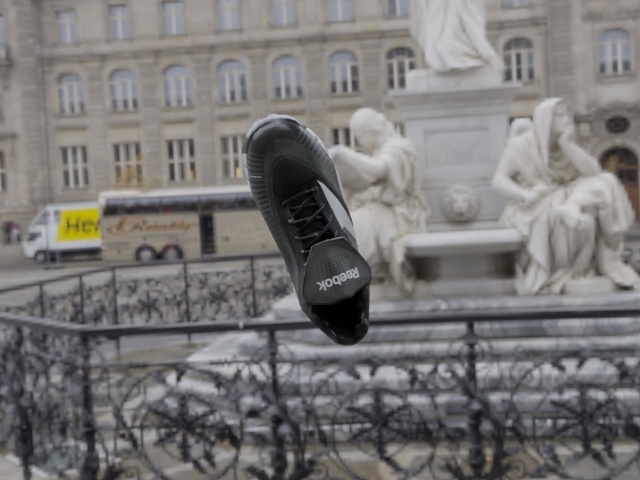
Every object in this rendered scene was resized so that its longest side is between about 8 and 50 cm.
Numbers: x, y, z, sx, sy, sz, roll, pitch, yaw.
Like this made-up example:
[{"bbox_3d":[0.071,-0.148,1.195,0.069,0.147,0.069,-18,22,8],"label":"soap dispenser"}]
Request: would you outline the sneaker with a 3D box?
[{"bbox_3d":[0.000,0.000,0.811,0.078,0.234,0.106,-23,37,-6],"label":"sneaker"}]
